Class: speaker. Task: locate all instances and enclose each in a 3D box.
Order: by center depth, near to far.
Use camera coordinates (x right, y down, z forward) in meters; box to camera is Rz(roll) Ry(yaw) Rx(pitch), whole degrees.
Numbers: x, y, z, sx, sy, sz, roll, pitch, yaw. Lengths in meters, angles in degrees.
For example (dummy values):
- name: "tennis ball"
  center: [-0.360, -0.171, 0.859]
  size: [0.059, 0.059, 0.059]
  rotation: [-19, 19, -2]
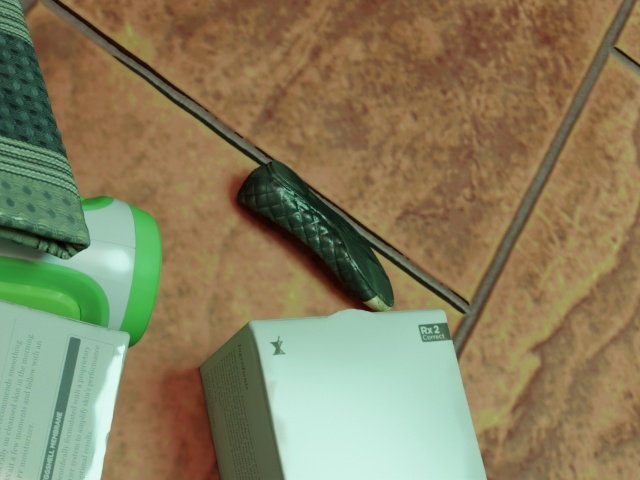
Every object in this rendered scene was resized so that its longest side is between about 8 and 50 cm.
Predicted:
- name: "speaker"
  center: [-0.276, 0.009, 1.098]
  size: [0.296, 0.131, 0.131]
  rotation: [10, 64, -23]

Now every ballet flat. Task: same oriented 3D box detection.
- name: "ballet flat"
  center: [0.000, 0.000, 1.301]
  size: [0.173, 0.049, 0.057]
  rotation: [46, 23, -6]

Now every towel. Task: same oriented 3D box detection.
- name: "towel"
  center: [-0.332, -0.127, 1.034]
  size: [0.324, 0.056, 0.312]
  rotation: [16, 38, -41]

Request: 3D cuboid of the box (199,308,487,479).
- name: "box"
  center: [0.018, 0.160, 1.183]
  size: [0.181, 0.119, 0.182]
  rotation: [-2, 69, -27]

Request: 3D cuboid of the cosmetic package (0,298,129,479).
- name: "cosmetic package"
  center: [-0.277, 0.128, 0.984]
  size: [0.224, 0.224, 0.138]
  rotation: [18, 60, -18]
